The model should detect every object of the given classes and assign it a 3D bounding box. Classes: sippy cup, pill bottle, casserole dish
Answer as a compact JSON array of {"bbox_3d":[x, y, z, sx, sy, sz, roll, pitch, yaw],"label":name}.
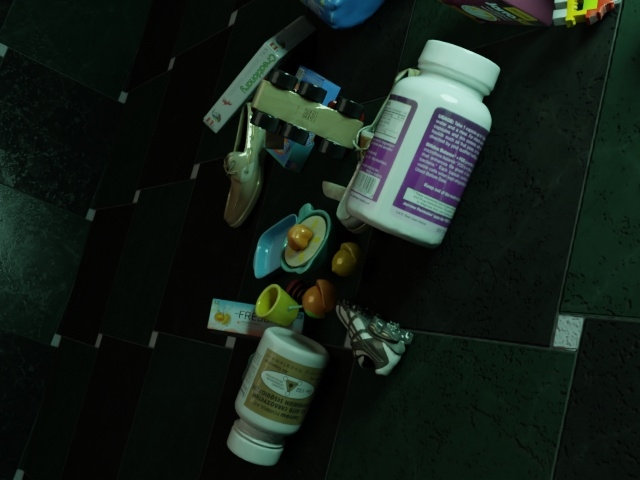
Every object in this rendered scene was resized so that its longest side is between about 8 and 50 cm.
[{"bbox_3d":[0.025,-0.568,1.779,0.240,0.305,0.224,-46,70,24],"label":"sippy cup"},{"bbox_3d":[-0.083,0.286,1.571,0.131,0.131,0.229,35,104,61],"label":"pill bottle"},{"bbox_3d":[-0.083,0.018,1.836,0.188,0.037,0.114,-31,47,49],"label":"casserole dish"},{"bbox_3d":[0.168,-0.153,1.363,0.169,0.169,0.301,34,102,61],"label":"pill bottle"}]

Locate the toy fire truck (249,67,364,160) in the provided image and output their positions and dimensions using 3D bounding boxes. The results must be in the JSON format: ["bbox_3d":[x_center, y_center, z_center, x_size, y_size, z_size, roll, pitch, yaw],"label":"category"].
[{"bbox_3d":[-0.038,-0.238,1.762,0.246,0.217,0.158,-108,40,-81],"label":"toy fire truck"}]

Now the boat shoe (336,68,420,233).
[{"bbox_3d":[0.107,-0.159,1.497,0.302,0.103,0.113,-58,32,4],"label":"boat shoe"}]

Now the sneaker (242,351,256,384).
[{"bbox_3d":[-0.119,0.242,1.739,0.166,0.065,0.076,-59,26,16],"label":"sneaker"}]

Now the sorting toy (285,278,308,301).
[{"bbox_3d":[-0.055,0.127,1.712,0.042,0.061,0.102,37,113,30],"label":"sorting toy"}]

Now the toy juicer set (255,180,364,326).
[{"bbox_3d":[0.000,0.000,1.593,0.209,0.089,0.329,-8,54,51],"label":"toy juicer set"}]

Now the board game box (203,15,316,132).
[{"bbox_3d":[-0.150,-0.403,2.093,0.305,0.053,0.193,-41,6,43],"label":"board game box"}]

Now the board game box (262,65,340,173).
[{"bbox_3d":[-0.046,-0.275,1.936,0.210,0.047,0.160,-63,30,13],"label":"board game box"}]

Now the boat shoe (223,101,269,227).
[{"bbox_3d":[-0.188,-0.182,2.074,0.109,0.098,0.302,10,81,61],"label":"boat shoe"}]

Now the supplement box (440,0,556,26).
[{"bbox_3d":[0.287,-0.400,1.372,0.188,0.104,0.081,31,101,61],"label":"supplement box"}]

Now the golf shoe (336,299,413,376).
[{"bbox_3d":[0.070,0.161,1.439,0.198,0.077,0.094,29,99,62],"label":"golf shoe"}]

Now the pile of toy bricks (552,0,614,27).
[{"bbox_3d":[0.388,-0.418,1.230,0.105,0.118,0.212,-2,58,26],"label":"pile of toy bricks"}]

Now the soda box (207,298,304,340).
[{"bbox_3d":[-0.124,0.160,1.666,0.058,0.183,0.063,93,-174,-73],"label":"soda box"}]
